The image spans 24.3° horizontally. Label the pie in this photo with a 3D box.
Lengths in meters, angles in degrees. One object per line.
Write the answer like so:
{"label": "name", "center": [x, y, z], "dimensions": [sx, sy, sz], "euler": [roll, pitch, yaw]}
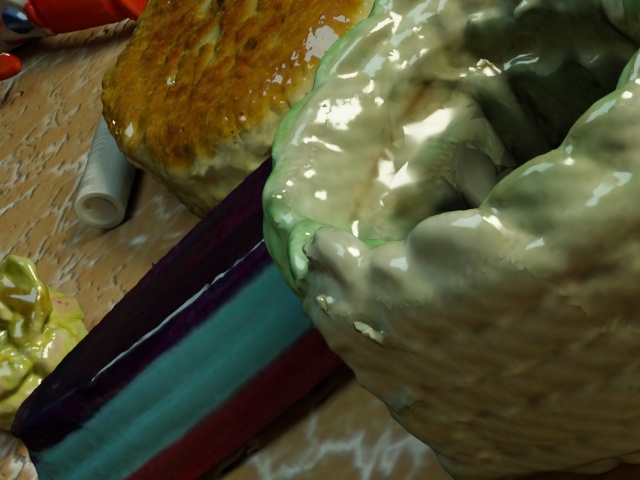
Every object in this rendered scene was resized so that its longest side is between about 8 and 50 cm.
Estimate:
{"label": "pie", "center": [-0.020, -0.148, 0.921], "dimensions": [0.315, 0.092, 0.315], "euler": [-31, 35, 24]}

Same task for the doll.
{"label": "doll", "center": [-0.274, -0.205, 1.291], "dimensions": [0.384, 0.099, 0.188], "euler": [-7, 45, 37]}

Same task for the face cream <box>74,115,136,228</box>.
{"label": "face cream", "center": [-0.138, -0.063, 1.008], "dimensions": [0.034, 0.034, 0.130], "euler": [-27, 35, 26]}

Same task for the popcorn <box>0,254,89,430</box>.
{"label": "popcorn", "center": [-0.190, 0.061, 0.878], "dimensions": [0.109, 0.089, 0.097], "euler": [-23, 26, 37]}

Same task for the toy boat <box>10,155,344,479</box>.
{"label": "toy boat", "center": [0.000, 0.000, 0.742], "dimensions": [0.392, 0.079, 0.136], "euler": [-42, 29, -1]}

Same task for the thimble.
{"label": "thimble", "center": [0.091, -0.018, 0.572], "dimensions": [0.219, 0.150, 0.219], "euler": [-30, 33, 22]}
